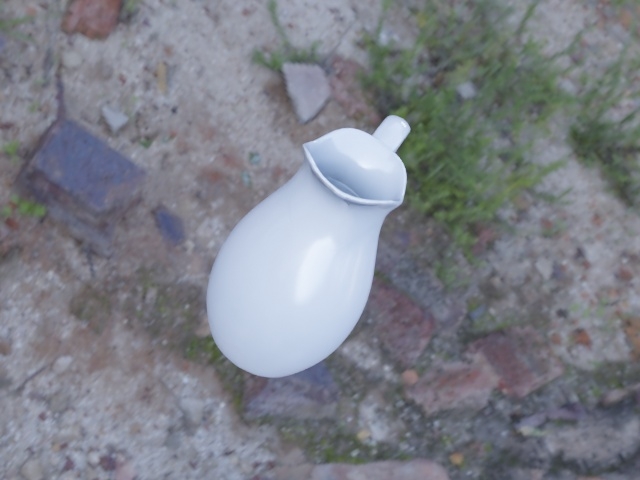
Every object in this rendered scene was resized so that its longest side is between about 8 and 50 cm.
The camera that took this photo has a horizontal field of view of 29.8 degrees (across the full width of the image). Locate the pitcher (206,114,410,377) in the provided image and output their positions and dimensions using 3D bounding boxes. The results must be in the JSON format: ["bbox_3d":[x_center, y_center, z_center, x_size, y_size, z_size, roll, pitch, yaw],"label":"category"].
[{"bbox_3d":[0.000,0.000,0.976,0.125,0.207,0.178,35,33,8],"label":"pitcher"}]
